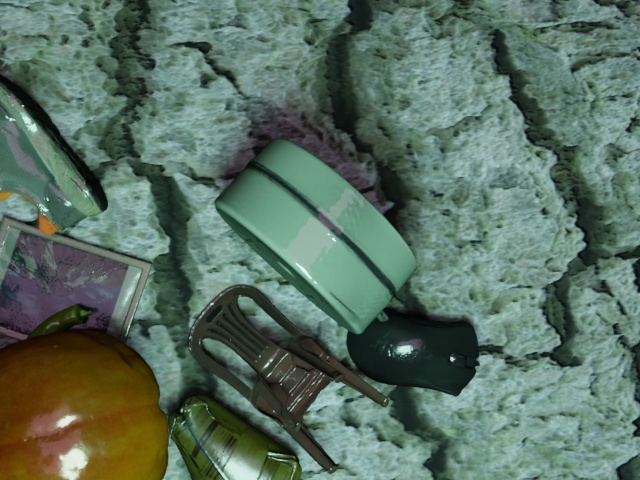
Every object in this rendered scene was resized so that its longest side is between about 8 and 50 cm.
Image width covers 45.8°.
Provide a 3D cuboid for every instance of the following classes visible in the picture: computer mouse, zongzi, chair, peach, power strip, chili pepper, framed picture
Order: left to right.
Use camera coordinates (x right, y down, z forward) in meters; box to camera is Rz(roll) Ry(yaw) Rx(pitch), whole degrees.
[{"bbox_3d":[-0.493,0.181,1.333,0.208,0.043,0.049,-44,118,-4],"label":"chili pepper"},{"bbox_3d":[-0.416,0.314,1.206,0.302,0.343,0.342,-11,86,-32],"label":"peach"},{"bbox_3d":[-0.470,0.095,1.370,0.281,0.019,0.208,17,83,-7],"label":"framed picture"},{"bbox_3d":[-0.201,0.446,1.331,0.260,0.123,0.289,33,85,0],"label":"zongzi"},{"bbox_3d":[-0.070,0.237,1.369,0.175,0.183,0.326,-49,48,-8],"label":"chair"},{"bbox_3d":[0.000,0.000,1.289,0.357,0.357,0.161,42,82,-3],"label":"power strip"},{"bbox_3d":[0.184,0.211,1.425,0.264,0.088,0.147,10,86,-10],"label":"computer mouse"}]

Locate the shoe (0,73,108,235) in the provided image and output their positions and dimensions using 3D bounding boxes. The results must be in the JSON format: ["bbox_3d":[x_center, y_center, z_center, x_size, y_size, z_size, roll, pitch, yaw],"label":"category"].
[{"bbox_3d":[-0.540,-0.144,1.337,0.171,0.132,0.336,-38,94,0],"label":"shoe"}]
